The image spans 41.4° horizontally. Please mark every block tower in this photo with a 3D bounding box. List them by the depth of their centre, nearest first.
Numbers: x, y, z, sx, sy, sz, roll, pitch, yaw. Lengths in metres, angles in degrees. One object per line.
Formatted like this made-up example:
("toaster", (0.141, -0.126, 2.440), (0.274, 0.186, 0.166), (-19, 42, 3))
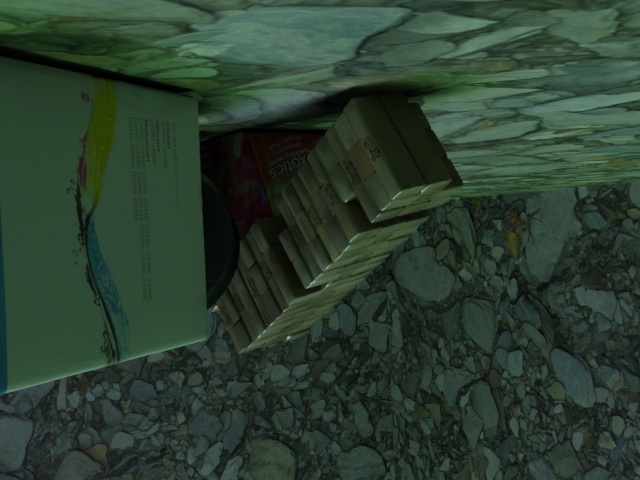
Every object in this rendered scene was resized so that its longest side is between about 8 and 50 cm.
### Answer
("block tower", (0.000, 0.000, 0.804), (0.090, 0.097, 0.335), (-14, 160, -37))

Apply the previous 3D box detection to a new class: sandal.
("sandal", (-0.134, -0.021, 0.778), (0.097, 0.054, 0.254), (-29, -136, -3))

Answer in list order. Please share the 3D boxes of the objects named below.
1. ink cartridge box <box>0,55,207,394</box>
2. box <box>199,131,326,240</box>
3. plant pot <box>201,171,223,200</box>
("ink cartridge box", (-0.233, -0.009, 0.581), (0.198, 0.197, 0.270), (-3, -179, 26))
("box", (-0.085, -0.057, 1.027), (0.128, 0.123, 0.256), (-2, 180, -29))
("plant pot", (-0.207, -0.012, 0.941), (0.205, 0.205, 0.187), (-3, 179, -44))
